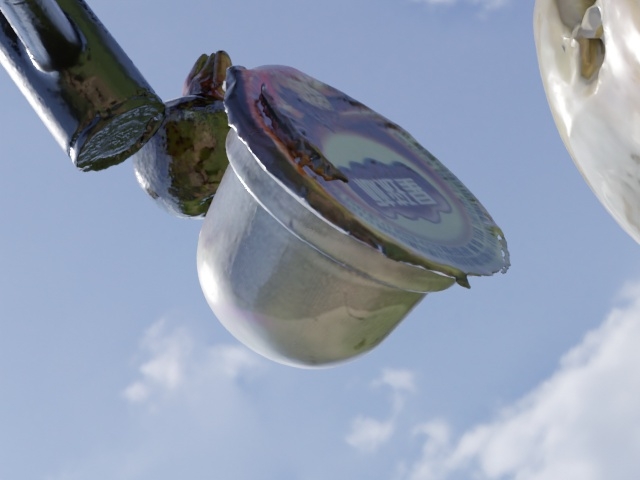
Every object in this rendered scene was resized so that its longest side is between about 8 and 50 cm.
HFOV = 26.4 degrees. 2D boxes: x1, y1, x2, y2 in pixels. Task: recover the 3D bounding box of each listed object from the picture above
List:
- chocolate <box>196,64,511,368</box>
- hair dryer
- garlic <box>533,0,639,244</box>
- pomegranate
[{"bbox_3d":[-0.008,-0.002,0.839,0.147,0.221,0.221,-48,-33,20],"label":"chocolate"},{"bbox_3d":[-0.213,-0.170,1.032,0.089,0.197,0.251,-35,-8,-7],"label":"hair dryer"},{"bbox_3d":[0.182,-0.096,0.527,0.184,0.203,0.281,-47,-3,34],"label":"garlic"},{"bbox_3d":[-0.100,-0.095,1.268,0.138,0.126,0.163,19,-88,-41],"label":"pomegranate"}]
